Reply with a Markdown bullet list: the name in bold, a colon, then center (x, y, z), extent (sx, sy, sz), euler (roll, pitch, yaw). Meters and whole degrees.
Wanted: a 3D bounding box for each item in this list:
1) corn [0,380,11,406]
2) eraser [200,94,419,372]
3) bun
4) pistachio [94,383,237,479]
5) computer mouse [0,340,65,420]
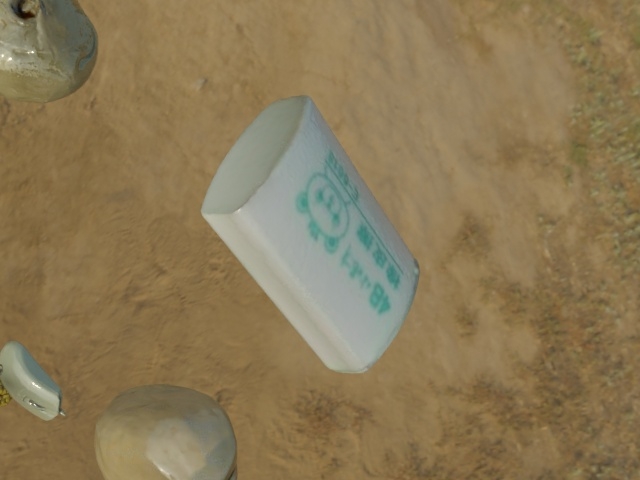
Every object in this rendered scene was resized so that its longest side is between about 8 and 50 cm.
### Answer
- **corn**: center (-0.702, 0.296, 1.578), extent (0.292, 0.101, 0.101), euler (-6, 73, -59)
- **eraser**: center (0.000, 0.000, 0.982), extent (0.290, 0.104, 0.189), euler (54, 54, -35)
- **bun**: center (-0.389, -0.280, 1.146), extent (0.167, 0.113, 0.173), euler (-6, 68, -13)
- **pistachio**: center (-0.281, 0.365, 1.491), extent (0.208, 0.332, 0.226), euler (41, 65, -44)
- **computer mouse**: center (-0.544, 0.270, 1.566), extent (0.182, 0.089, 0.056), euler (44, 38, 10)
